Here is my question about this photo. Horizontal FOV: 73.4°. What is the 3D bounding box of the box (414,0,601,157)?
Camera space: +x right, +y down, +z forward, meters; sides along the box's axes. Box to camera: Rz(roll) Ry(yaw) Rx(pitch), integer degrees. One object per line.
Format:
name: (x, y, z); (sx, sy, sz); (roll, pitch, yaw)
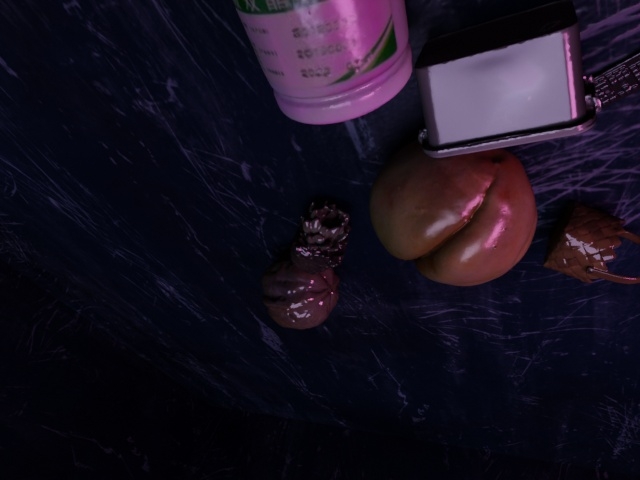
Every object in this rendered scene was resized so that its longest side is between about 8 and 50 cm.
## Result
box: (0.250, -0.227, 0.608); (0.243, 0.163, 0.135); (-5, 130, 30)

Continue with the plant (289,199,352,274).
plant: (0.000, 0.000, 1.028); (0.129, 0.132, 0.194); (20, 149, -7)

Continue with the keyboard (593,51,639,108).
keyboard: (0.412, -0.219, 0.663); (0.063, 0.010, 0.198); (35, 141, -25)

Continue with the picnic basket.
picnic basket: (0.538, 0.019, 0.819); (0.178, 0.128, 0.138); (18, 147, 16)

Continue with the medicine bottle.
medicine bottle: (-0.011, -0.333, 0.524); (0.211, 0.212, 0.326); (1, 141, 22)

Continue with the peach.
peach: (0.234, -0.056, 0.762); (0.292, 0.247, 0.293); (25, 139, 24)

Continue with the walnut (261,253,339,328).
walnut: (-0.059, 0.138, 1.187); (0.223, 0.224, 0.224); (12, 144, 9)
